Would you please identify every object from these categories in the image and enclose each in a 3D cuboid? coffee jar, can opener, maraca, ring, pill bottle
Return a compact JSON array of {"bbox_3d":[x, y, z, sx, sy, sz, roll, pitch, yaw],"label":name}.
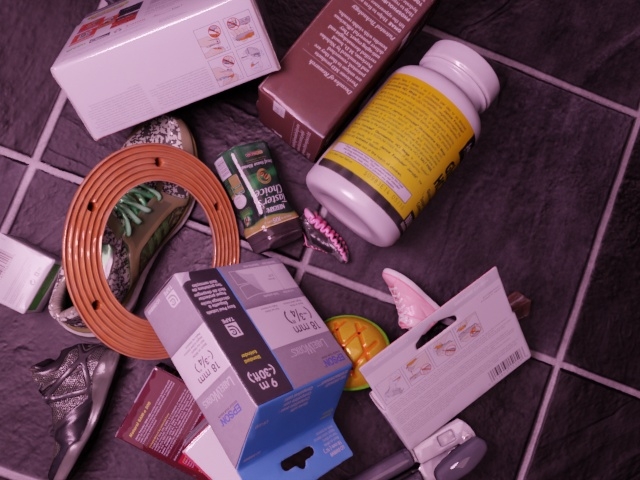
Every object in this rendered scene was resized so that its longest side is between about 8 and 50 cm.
[{"bbox_3d":[-0.104,-0.073,1.100,0.096,0.079,0.184,-22,88,-41],"label":"coffee jar"},{"bbox_3d":[0.147,0.397,1.085,0.284,0.095,0.076,-27,88,-7],"label":"can opener"},{"bbox_3d":[0.028,0.187,1.093,0.186,0.099,0.127,7,71,16],"label":"maraca"},{"bbox_3d":[-0.254,0.016,1.005,0.032,0.337,0.336,-1,84,38],"label":"ring"},{"bbox_3d":[0.146,-0.168,1.085,0.188,0.188,0.334,40,83,-1],"label":"pill bottle"}]

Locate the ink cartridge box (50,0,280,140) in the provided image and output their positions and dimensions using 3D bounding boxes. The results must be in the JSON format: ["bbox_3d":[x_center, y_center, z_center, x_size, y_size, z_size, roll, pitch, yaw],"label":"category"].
[{"bbox_3d":[-0.236,-0.325,1.035,0.310,0.271,0.130,-19,127,6],"label":"ink cartridge box"}]

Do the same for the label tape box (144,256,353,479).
[{"bbox_3d":[-0.074,0.193,0.962,0.106,0.241,0.333,-46,70,29],"label":"label tape box"}]

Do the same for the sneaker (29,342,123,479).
[{"bbox_3d":[-0.419,0.275,1.048,0.130,0.087,0.227,16,81,-2],"label":"sneaker"}]

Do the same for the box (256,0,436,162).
[{"bbox_3d":[0.060,-0.332,1.089,0.143,0.191,0.381,40,83,-1],"label":"box"}]

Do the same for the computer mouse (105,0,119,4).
[{"bbox_3d":[-0.279,-0.455,1.132,0.262,0.060,0.184,43,82,0],"label":"computer mouse"}]

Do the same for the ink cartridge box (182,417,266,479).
[{"bbox_3d":[-0.144,0.320,0.963,0.109,0.150,0.063,44,78,-1],"label":"ink cartridge box"}]

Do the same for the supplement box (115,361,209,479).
[{"bbox_3d":[-0.198,0.318,1.070,0.239,0.073,0.130,30,83,-3],"label":"supplement box"}]

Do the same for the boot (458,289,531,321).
[{"bbox_3d":[0.315,0.112,1.153,0.114,0.037,0.106,-28,101,-4],"label":"boot"}]

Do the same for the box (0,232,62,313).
[{"bbox_3d":[-0.493,0.055,1.056,0.102,0.087,0.101,28,83,-3],"label":"box"}]

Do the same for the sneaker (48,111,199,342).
[{"bbox_3d":[-0.314,-0.027,1.032,0.158,0.182,0.410,22,83,-3],"label":"sneaker"}]

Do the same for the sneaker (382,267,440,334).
[{"bbox_3d":[0.149,0.112,1.130,0.134,0.051,0.070,41,78,-5],"label":"sneaker"}]

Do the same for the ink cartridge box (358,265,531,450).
[{"bbox_3d":[0.202,0.189,1.063,0.275,0.060,0.239,-35,124,-7],"label":"ink cartridge box"}]

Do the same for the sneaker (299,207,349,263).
[{"bbox_3d":[0.000,0.000,1.136,0.057,0.047,0.119,-41,89,15],"label":"sneaker"}]
